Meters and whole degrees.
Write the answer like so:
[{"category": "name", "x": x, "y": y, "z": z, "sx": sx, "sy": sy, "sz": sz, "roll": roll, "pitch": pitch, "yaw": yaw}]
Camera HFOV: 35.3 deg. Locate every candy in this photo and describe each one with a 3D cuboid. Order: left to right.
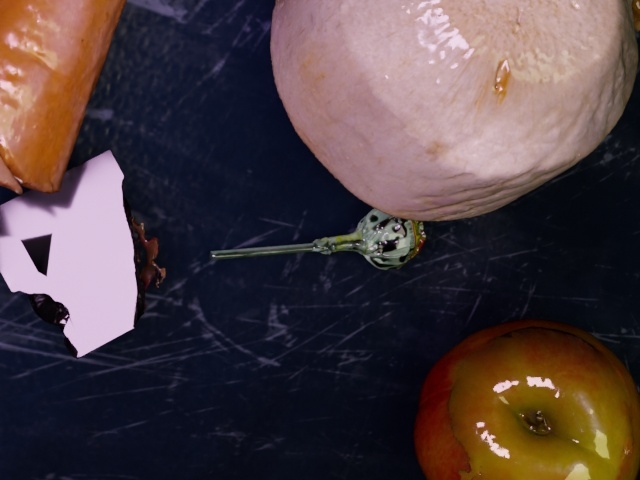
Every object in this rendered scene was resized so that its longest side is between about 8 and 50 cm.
[{"category": "candy", "x": 0.000, "y": 0.000, "z": 1.312, "sx": 0.305, "sy": 0.083, "sz": 0.091, "roll": -4, "pitch": 115, "yaw": -26}]

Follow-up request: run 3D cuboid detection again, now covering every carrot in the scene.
[{"category": "carrot", "x": -0.286, "y": -0.189, "z": 0.938, "sx": 0.196, "sy": 0.196, "sz": 0.254, "roll": 23, "pitch": 93, "yaw": -40}]

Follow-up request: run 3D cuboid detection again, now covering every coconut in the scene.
[{"category": "coconut", "x": 0.137, "y": -0.216, "z": 1.131, "sx": 0.345, "sy": 0.415, "sz": 0.415, "roll": -46, "pitch": 130, "yaw": -17}]

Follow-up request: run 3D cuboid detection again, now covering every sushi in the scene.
[{"category": "sushi", "x": -0.249, "y": 0.023, "z": 1.082, "sx": 0.153, "sy": 0.150, "sz": 0.172, "roll": -28, "pitch": 91, "yaw": -9}]

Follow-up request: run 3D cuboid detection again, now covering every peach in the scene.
[{"category": "peach", "x": 0.308, "y": 0.293, "z": 1.508, "sx": 0.370, "sy": 0.370, "sz": 0.370, "roll": -15, "pitch": 119, "yaw": -30}]

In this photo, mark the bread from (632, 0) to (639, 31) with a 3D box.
[{"category": "bread", "x": 0.316, "y": -0.428, "z": 1.199, "sx": 0.207, "sy": 0.279, "sz": 0.279, "roll": -40, "pitch": 127, "yaw": -17}]
